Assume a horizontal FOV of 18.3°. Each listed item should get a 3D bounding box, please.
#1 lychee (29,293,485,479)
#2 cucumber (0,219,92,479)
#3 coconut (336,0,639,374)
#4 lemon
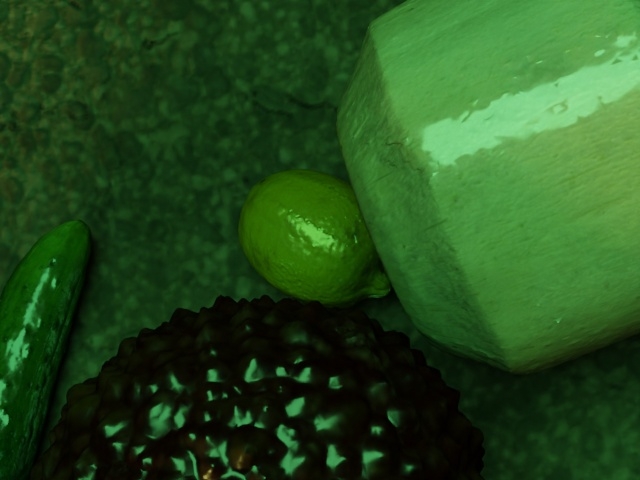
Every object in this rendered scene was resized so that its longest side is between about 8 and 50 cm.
[{"bbox_3d":[-0.037,0.164,1.113,0.264,0.300,0.264,5,39,-4],"label":"lychee"},{"bbox_3d":[-0.199,0.102,1.261,0.056,0.056,0.250,11,74,16],"label":"cucumber"},{"bbox_3d":[0.148,-0.059,1.137,0.266,0.237,0.237,-24,70,12],"label":"coconut"},{"bbox_3d":[0.000,0.000,1.231,0.110,0.082,0.082,29,82,21],"label":"lemon"}]
